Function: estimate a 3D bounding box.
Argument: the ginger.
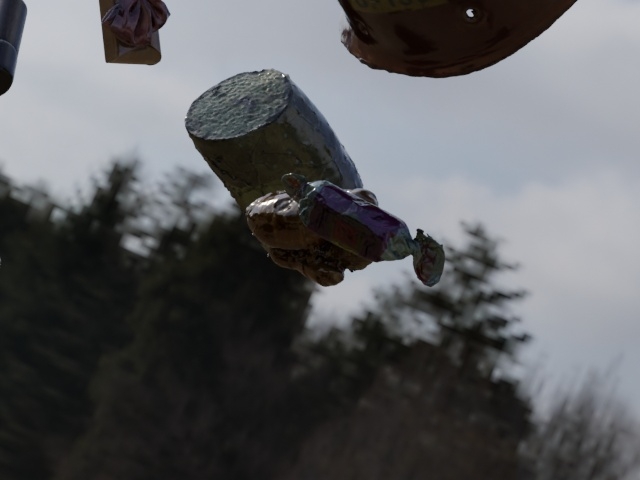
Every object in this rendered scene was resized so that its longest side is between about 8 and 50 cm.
[{"bbox_3d":[0.000,0.000,1.862,0.162,0.073,0.103,-3,-57,41],"label":"ginger"}]

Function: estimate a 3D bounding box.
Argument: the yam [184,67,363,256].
[{"bbox_3d":[-0.047,-0.093,2.160,0.154,0.154,0.254,17,-27,38],"label":"yam"}]

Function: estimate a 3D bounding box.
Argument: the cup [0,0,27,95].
[{"bbox_3d":[-0.413,-0.199,1.793,0.177,0.239,0.166,60,0,42],"label":"cup"}]

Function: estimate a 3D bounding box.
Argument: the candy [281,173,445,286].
[{"bbox_3d":[0.032,-0.012,1.593,0.175,0.045,0.043,28,32,28],"label":"candy"}]

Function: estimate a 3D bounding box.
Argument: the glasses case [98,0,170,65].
[{"bbox_3d":[-0.241,-0.320,2.320,0.070,0.193,0.102,-5,1,32],"label":"glasses case"}]

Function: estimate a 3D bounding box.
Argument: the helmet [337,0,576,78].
[{"bbox_3d":[0.105,-0.352,1.762,0.385,0.337,0.230,6,-30,49],"label":"helmet"}]
